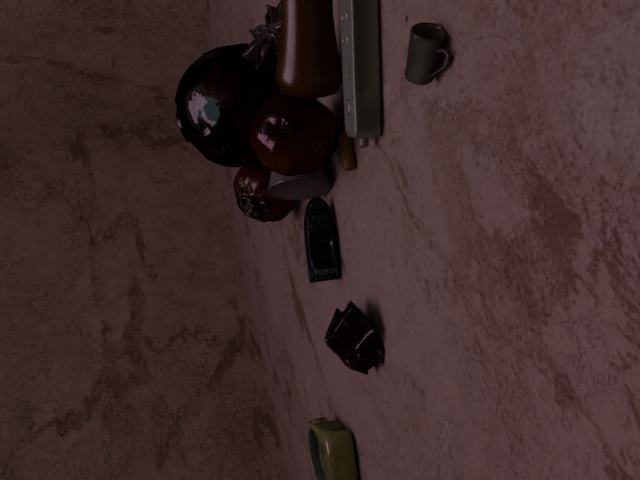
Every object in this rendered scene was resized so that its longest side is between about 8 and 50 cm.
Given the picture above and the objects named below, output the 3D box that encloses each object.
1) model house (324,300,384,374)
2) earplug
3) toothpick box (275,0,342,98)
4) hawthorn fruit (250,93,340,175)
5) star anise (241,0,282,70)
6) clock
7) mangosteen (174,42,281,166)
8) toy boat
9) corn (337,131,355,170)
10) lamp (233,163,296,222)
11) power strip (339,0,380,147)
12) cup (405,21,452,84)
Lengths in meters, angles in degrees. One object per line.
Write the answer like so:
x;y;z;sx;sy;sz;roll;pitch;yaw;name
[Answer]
0.094;0.226;1.394;0.165;0.106;0.152;44;144;5;model house
-0.066;-0.279;1.606;0.172;0.173;0.301;132;135;-70;earplug
-0.029;-0.475;1.280;0.192;0.192;0.294;-123;27;-56;toothpick box
-0.064;-0.250;1.387;0.249;0.216;0.215;-67;-30;-84;hawthorn fruit
-0.106;-0.557;1.590;0.223;0.109;0.235;-10;61;39;star anise
0.029;0.669;1.815;0.308;0.096;0.234;-169;70;-74;clock
-0.274;-0.425;1.842;0.421;0.381;0.380;-123;29;-59;mangosteen
0.000;0.000;1.588;0.103;0.093;0.245;-145;49;-79;toy boat
0.061;-0.210;1.373;0.037;0.037;0.092;158;100;-74;corn
-0.184;-0.171;1.970;0.227;0.227;0.226;172;90;-74;lamp
0.079;-0.380;1.177;0.091;0.063;0.384;-135;40;-70;power strip
0.174;-0.294;0.926;0.083;0.075;0.054;94;-163;-47;cup
